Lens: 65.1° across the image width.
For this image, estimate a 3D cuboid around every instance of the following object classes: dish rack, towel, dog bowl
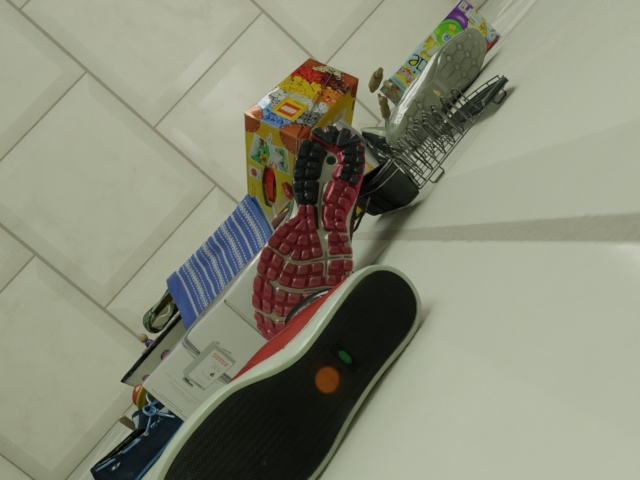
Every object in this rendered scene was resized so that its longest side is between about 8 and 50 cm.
[{"bbox_3d":[0.162,-0.152,0.776,0.272,0.074,0.208,-49,7,-8],"label":"dish rack"},{"bbox_3d":[-0.198,0.094,1.051,0.336,0.243,0.040,-41,-26,30],"label":"towel"},{"bbox_3d":[-0.334,0.255,1.348,0.408,0.150,0.408,-48,7,8],"label":"dog bowl"}]

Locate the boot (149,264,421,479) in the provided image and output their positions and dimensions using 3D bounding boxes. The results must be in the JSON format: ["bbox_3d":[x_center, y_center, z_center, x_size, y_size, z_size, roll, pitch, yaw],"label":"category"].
[{"bbox_3d":[-0.037,0.126,0.424,0.244,0.088,0.176,-42,3,-22],"label":"boot"}]

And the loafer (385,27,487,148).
[{"bbox_3d":[0.250,-0.338,1.114,0.319,0.112,0.111,-50,15,-9],"label":"loafer"}]

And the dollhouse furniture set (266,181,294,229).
[{"bbox_3d":[-0.092,0.009,1.378,0.201,0.152,0.374,-46,24,13],"label":"dollhouse furniture set"}]

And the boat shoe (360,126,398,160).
[{"bbox_3d":[0.152,-0.256,1.303,0.233,0.083,0.079,-114,22,-70],"label":"boat shoe"}]

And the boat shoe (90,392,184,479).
[{"bbox_3d":[-0.318,0.350,0.931,0.258,0.089,0.109,-51,7,-19],"label":"boat shoe"}]

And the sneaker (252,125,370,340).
[{"bbox_3d":[0.000,0.000,0.674,0.112,0.120,0.299,81,-154,-69],"label":"sneaker"}]

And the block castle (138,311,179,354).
[{"bbox_3d":[-0.448,0.247,1.865,0.453,0.212,0.303,-47,6,17],"label":"block castle"}]

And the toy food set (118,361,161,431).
[{"bbox_3d":[-0.320,0.295,1.037,0.218,0.128,0.071,-48,42,-8],"label":"toy food set"}]

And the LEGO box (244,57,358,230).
[{"bbox_3d":[-0.068,-0.282,1.691,0.372,0.193,0.500,-51,-19,-35],"label":"LEGO box"}]

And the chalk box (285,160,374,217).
[{"bbox_3d":[0.021,-0.098,1.142,0.132,0.132,0.213,-53,7,-30],"label":"chalk box"}]

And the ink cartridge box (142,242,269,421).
[{"bbox_3d":[-0.134,0.142,0.812,0.283,0.117,0.207,-44,7,35],"label":"ink cartridge box"}]

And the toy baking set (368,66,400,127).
[{"bbox_3d":[0.176,-0.349,1.346,0.030,0.197,0.256,-22,4,-2],"label":"toy baking set"}]

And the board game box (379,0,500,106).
[{"bbox_3d":[0.311,-0.468,1.332,0.275,0.142,0.144,-48,7,1],"label":"board game box"}]

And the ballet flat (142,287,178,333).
[{"bbox_3d":[-0.362,0.156,1.234,0.188,0.070,0.070,-50,6,3],"label":"ballet flat"}]

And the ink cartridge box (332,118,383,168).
[{"bbox_3d":[0.057,-0.207,1.365,0.171,0.168,0.233,-48,6,18],"label":"ink cartridge box"}]
